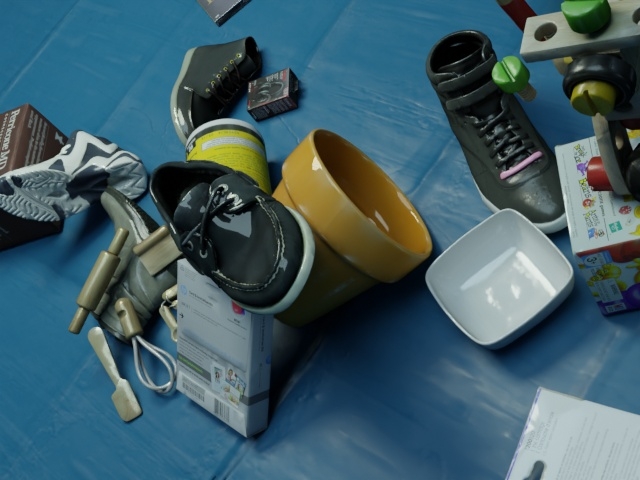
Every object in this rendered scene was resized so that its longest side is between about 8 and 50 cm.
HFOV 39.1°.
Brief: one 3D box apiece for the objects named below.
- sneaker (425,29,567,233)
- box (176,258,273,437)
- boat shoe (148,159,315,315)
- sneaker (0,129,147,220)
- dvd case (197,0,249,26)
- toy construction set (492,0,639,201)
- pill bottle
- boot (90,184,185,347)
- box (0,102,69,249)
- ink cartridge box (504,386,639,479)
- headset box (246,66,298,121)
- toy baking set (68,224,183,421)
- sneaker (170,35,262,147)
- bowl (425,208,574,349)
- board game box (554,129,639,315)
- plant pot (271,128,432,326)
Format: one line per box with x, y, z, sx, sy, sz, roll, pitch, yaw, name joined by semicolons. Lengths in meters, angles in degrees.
0.207;-0.140;1.095;0.104;0.147;0.295;-30;50;9;sneaker
-0.121;0.127;1.107;0.145;0.186;0.038;23;30;40;box
-0.117;-0.023;1.015;0.127;0.113;0.340;-57;30;9;boat shoe
-0.409;-0.111;1.446;0.235;0.094;0.153;-17;31;-17;sneaker
-0.167;-0.496;1.647;0.164;0.018;0.221;-39;48;3;dvd case
0.256;-0.203;0.836;0.309;0.237;0.257;31;91;45;toy construction set
-0.125;-0.059;1.259;0.119;0.119;0.208;-24;50;16;pill bottle
-0.300;0.034;1.326;0.161;0.083;0.246;-45;53;-1;boot
-0.625;-0.075;1.563;0.381;0.143;0.191;-16;53;20;box
0.274;0.261;0.851;0.208;0.045;0.206;13;67;35;ink cartridge box
-0.071;-0.228;1.398;0.083;0.032;0.062;-16;53;24;headset box
-0.251;0.104;1.231;0.197;0.030;0.256;29;87;20;toy baking set
-0.163;-0.240;1.429;0.118;0.083;0.222;-15;52;22;sneaker
0.208;0.051;1.029;0.142;0.053;0.142;-38;48;2;bowl
0.400;-0.041;0.914;0.275;0.142;0.144;-15;53;23;board game box
0.000;0.000;1.108;0.188;0.205;0.205;-43;46;20;plant pot
